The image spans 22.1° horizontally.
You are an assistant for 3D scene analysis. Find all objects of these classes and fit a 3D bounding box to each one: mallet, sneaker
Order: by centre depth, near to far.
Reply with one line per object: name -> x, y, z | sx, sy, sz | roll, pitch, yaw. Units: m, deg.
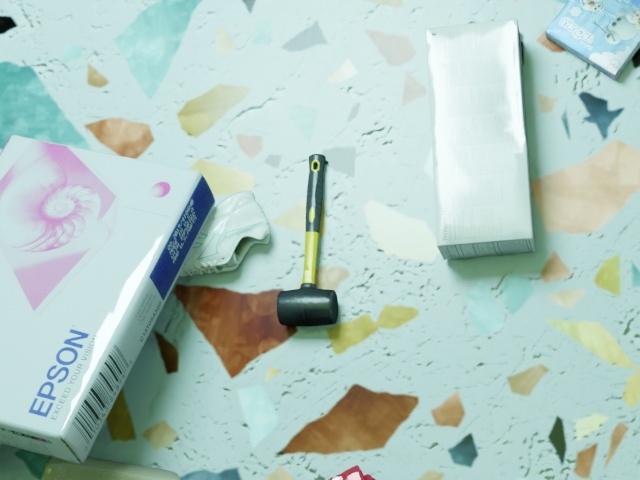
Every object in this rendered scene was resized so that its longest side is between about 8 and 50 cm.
mallet -> 0.000, 0.000, 1.709 | 0.062, 0.039, 0.189 | 6, 72, 15
sneaker -> -0.121, 0.011, 1.721 | 0.152, 0.053, 0.061 | -34, 73, 0

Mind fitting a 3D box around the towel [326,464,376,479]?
towel -> -0.039, 0.350, 1.559 | 0.275, 0.031, 0.199 | -26, 52, -3

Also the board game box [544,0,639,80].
board game box -> 0.297, -0.228, 1.715 | 0.090, 0.020, 0.090 | 35, 85, 19

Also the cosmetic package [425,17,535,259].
cosmetic package -> 0.164, -0.104, 1.687 | 0.099, 0.060, 0.239 | -4, 74, 9

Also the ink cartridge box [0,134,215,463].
ink cartridge box -> -0.318, 0.043, 1.676 | 0.330, 0.071, 0.324 | 11, 59, 22

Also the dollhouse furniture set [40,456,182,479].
dollhouse furniture set -> -0.301, 0.308, 1.669 | 0.302, 0.151, 0.197 | 12, 83, -14
